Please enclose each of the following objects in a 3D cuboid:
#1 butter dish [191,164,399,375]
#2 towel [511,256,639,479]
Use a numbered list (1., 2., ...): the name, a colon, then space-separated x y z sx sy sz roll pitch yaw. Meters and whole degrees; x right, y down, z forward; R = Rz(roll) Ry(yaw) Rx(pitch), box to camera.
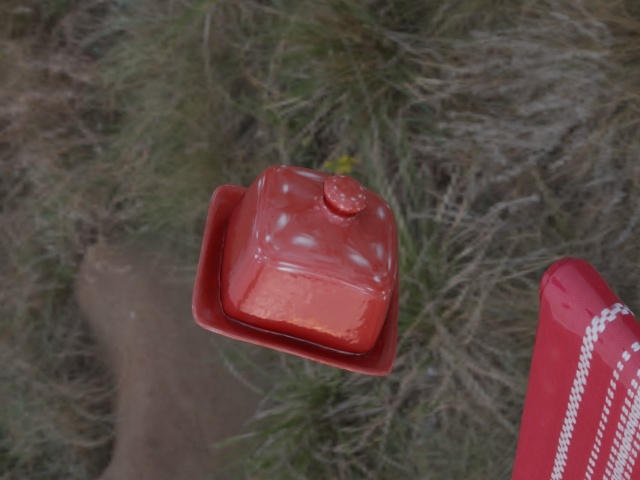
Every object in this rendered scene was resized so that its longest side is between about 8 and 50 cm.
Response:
1. butter dish: 0.000 0.000 0.904 0.160 0.160 0.118 -85 17 -45
2. towel: 0.160 0.153 0.460 0.275 0.031 0.199 53 157 37
